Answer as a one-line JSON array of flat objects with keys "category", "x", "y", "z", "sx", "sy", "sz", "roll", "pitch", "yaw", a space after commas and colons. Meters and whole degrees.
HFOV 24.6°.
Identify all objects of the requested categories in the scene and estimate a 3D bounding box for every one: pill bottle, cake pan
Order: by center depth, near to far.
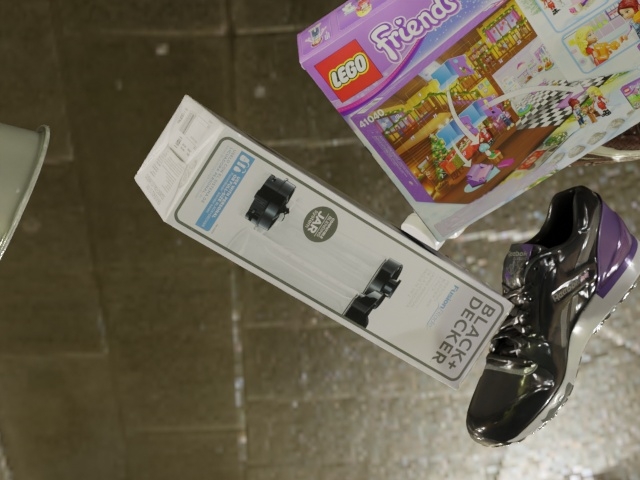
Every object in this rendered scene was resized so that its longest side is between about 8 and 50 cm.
[{"category": "cake pan", "x": -0.371, "y": -0.001, "z": 1.515, "sx": 0.054, "sy": 0.293, "sz": 0.293, "roll": 28, "pitch": 131, "yaw": -19}, {"category": "pill bottle", "x": 0.141, "y": -0.044, "z": 1.588, "sx": 0.065, "sy": 0.116, "sz": 0.065, "roll": 36, "pitch": 162, "yaw": 14}]

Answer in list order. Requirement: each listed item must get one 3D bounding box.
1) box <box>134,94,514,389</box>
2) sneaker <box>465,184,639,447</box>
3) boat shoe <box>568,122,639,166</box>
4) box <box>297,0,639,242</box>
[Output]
[{"category": "box", "x": 0.000, "y": 0.000, "z": 1.212, "sx": 0.290, "sy": 0.169, "sz": 0.087, "roll": 31, "pitch": 94, "yaw": -22}, {"category": "sneaker", "x": 0.208, "y": 0.069, "z": 1.463, "sx": 0.107, "sy": 0.283, "sz": 0.124, "roll": 1, "pitch": 139, "yaw": 53}, {"category": "boat shoe", "x": 0.222, "y": -0.109, "z": 1.399, "sx": 0.257, "sy": 0.095, "sz": 0.095, "roll": 5, "pitch": 151, "yaw": 1}, {"category": "box", "x": 0.157, "y": -0.153, "z": 1.127, "sx": 0.293, "sy": 0.057, "sz": 0.201, "roll": -32, "pitch": 118, "yaw": 15}]
